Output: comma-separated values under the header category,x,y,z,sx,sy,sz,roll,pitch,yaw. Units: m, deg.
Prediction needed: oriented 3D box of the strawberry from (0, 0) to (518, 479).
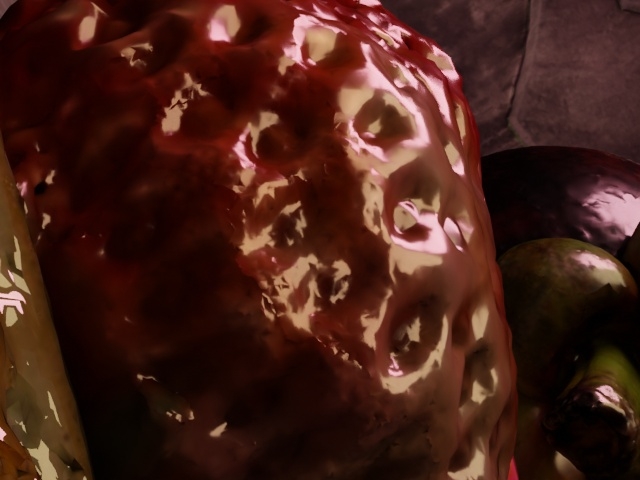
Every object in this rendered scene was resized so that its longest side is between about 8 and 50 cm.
category,x,y,z,sx,sy,sz,roll,pitch,yaw
strawberry,0.000,0.000,0.607,0.336,0.149,0.265,-71,141,-56

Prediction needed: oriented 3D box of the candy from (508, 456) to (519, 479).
category,x,y,z,sx,sy,sz,roll,pitch,yaw
candy,0.088,0.246,0.895,0.124,0.124,0.365,48,21,-60

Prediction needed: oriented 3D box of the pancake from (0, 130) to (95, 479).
category,x,y,z,sx,sy,sz,roll,pitch,yaw
pancake,-0.079,0.035,0.267,0.382,0.071,0.382,160,-90,-86

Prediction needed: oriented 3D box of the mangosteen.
category,x,y,z,sx,sy,sz,roll,pitch,yaw
mangosteen,0.158,0.079,1.136,0.330,0.330,0.330,57,5,-8
